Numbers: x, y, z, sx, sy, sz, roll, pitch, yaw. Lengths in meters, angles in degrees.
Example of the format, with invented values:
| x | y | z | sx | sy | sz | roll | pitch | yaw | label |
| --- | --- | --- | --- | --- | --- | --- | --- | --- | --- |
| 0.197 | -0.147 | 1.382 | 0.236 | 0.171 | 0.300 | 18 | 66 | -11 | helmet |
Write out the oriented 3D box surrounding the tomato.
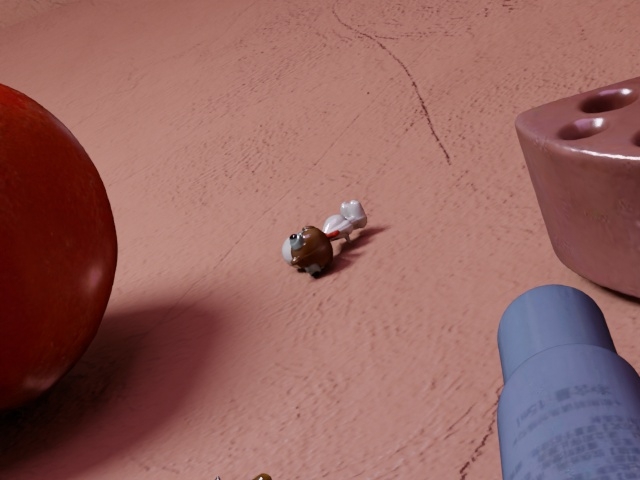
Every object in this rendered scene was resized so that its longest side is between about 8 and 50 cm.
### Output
| x | y | z | sx | sy | sz | roll | pitch | yaw | label |
| --- | --- | --- | --- | --- | --- | --- | --- | --- | --- |
| -0.329 | 0.015 | 1.497 | 0.325 | 0.290 | 0.293 | -10 | 1 | 35 | tomato |

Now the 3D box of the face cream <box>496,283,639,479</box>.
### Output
| x | y | z | sx | sy | sz | roll | pitch | yaw | label |
| --- | --- | --- | --- | --- | --- | --- | --- | --- | --- |
| 0.146 | 0.141 | 1.010 | 0.135 | 0.086 | 0.385 | -21 | 25 | 9 | face cream |

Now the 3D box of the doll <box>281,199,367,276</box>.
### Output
| x | y | z | sx | sy | sz | roll | pitch | yaw | label |
| --- | --- | --- | --- | --- | --- | --- | --- | --- | --- |
| 0.005 | -0.002 | 1.577 | 0.085 | 0.040 | 0.058 | -28 | 11 | -18 | doll |

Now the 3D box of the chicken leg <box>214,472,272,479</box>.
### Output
| x | y | z | sx | sy | sz | roll | pitch | yaw | label |
| --- | --- | --- | --- | --- | --- | --- | --- | --- | --- |
| -0.122 | 0.189 | 1.148 | 0.207 | 0.085 | 0.101 | -17 | -15 | -9 | chicken leg |

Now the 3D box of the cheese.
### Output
| x | y | z | sx | sy | sz | roll | pitch | yaw | label |
| --- | --- | --- | --- | --- | --- | --- | --- | --- | --- |
| 0.251 | -0.032 | 1.294 | 0.202 | 0.128 | 0.177 | -15 | 22 | 5 | cheese |
